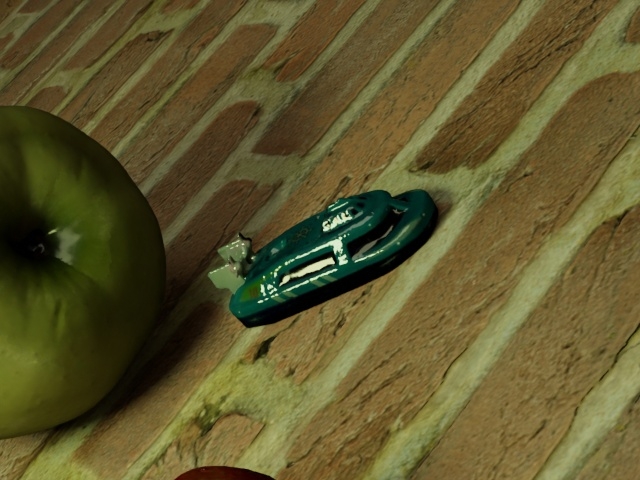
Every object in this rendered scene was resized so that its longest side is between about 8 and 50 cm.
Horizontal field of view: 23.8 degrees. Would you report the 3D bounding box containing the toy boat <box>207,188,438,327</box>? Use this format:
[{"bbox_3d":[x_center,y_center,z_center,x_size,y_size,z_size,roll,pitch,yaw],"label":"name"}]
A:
[{"bbox_3d":[0.000,0.000,1.893,0.299,0.092,0.134,-26,27,27],"label":"toy boat"}]

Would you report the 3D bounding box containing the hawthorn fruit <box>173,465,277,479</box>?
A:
[{"bbox_3d":[-0.104,0.294,1.428,0.181,0.235,0.181,-26,45,29],"label":"hawthorn fruit"}]

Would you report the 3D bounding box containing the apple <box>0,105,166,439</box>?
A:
[{"bbox_3d":[-0.443,0.048,2.006,0.474,0.473,0.473,-30,29,19],"label":"apple"}]
